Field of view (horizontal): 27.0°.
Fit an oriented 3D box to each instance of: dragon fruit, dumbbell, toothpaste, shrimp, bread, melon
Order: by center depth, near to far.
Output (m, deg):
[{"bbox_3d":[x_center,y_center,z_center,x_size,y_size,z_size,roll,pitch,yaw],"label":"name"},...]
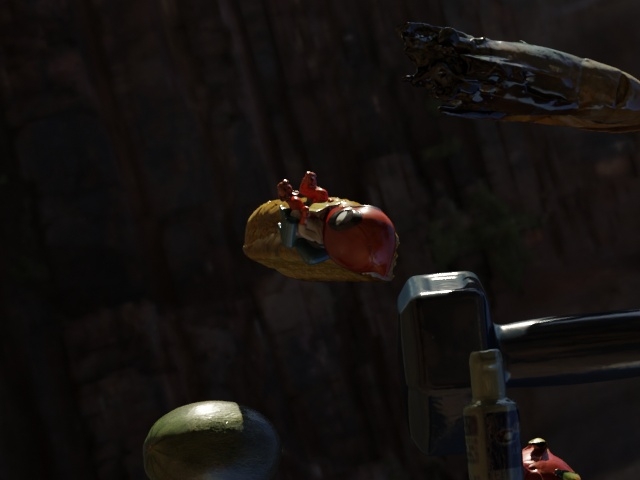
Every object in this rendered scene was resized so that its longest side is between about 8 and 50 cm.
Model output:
[{"bbox_3d":[0.115,0.178,0.855,0.062,0.037,0.216,13,73,-73],"label":"toothpaste"},{"bbox_3d":[0.226,0.089,1.108,0.144,0.324,0.160,-94,177,-49],"label":"dumbbell"},{"bbox_3d":[0.199,0.234,1.183,0.116,0.081,0.086,42,-33,-9],"label":"dragon fruit"},{"bbox_3d":[0.182,-0.147,1.271,0.178,0.289,0.075,167,-74,-68],"label":"shrimp"},{"bbox_3d":[-0.112,0.229,1.437,0.114,0.167,0.114,-4,-95,53],"label":"melon"},{"bbox_3d":[0.000,0.000,1.528,0.211,0.114,0.083,3,-112,57],"label":"bread"}]

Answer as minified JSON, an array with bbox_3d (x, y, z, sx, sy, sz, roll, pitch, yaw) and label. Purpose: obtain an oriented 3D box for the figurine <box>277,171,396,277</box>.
[{"bbox_3d":[0.017,-0.008,1.316,0.140,0.068,0.075,32,-51,38],"label":"figurine"}]
